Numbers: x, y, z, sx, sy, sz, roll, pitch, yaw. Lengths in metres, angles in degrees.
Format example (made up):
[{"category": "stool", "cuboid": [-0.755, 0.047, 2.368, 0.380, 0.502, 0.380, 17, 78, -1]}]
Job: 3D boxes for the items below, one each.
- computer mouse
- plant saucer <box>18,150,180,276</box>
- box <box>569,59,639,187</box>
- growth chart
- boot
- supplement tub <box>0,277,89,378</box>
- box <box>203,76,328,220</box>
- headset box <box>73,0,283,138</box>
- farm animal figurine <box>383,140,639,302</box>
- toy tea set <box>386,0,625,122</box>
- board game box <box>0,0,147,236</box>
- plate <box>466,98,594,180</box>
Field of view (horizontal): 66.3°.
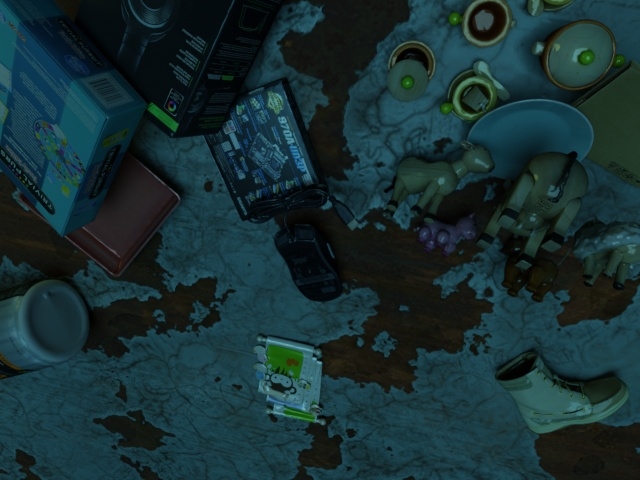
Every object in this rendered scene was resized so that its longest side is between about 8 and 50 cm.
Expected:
[{"category": "computer mouse", "cuboid": [0.000, 0.000, 0.928, 0.184, 0.060, 0.262, -19, 121, 25]}, {"category": "plant saucer", "cuboid": [-0.440, -0.092, 0.990, 0.258, 0.048, 0.259, 42, 114, -10]}, {"category": "box", "cuboid": [0.479, -0.167, 0.745, 0.201, 0.021, 0.164, 27, 152, -9]}, {"category": "growth chart", "cuboid": [-0.072, 0.323, 1.132, 0.172, 0.021, 0.237, 3, 115, 10]}, {"category": "boot", "cuboid": [0.483, 0.290, 0.987, 0.213, 0.077, 0.165, -31, 104, 24]}, {"category": "supplement tub", "cuboid": [-0.705, 0.210, 1.097, 0.316, 0.193, 0.193, -17, 111, 18]}, {"category": "box", "cuboid": [-0.105, -0.160, 0.895, 0.175, 0.051, 0.220, -16, 111, 17]}, {"category": "headset box", "cuboid": [-0.234, -0.331, 0.764, 0.246, 0.131, 0.283, 39, 117, 9]}, {"category": "farm animal figurine", "cuboid": [0.299, -0.059, 0.787, 0.330, 0.327, 0.172, 33, 74, -8]}, {"category": "toy tea set", "cuboid": [0.267, -0.278, 0.732, 0.336, 0.124, 0.200, -24, 108, 19]}, {"category": "board game box", "cuboid": [-0.448, -0.198, 0.812, 0.254, 0.079, 0.336, 48, 133, 0]}, {"category": "plate", "cuboid": [0.334, -0.163, 0.791, 0.188, 0.024, 0.188, 10, 150, 6]}]
